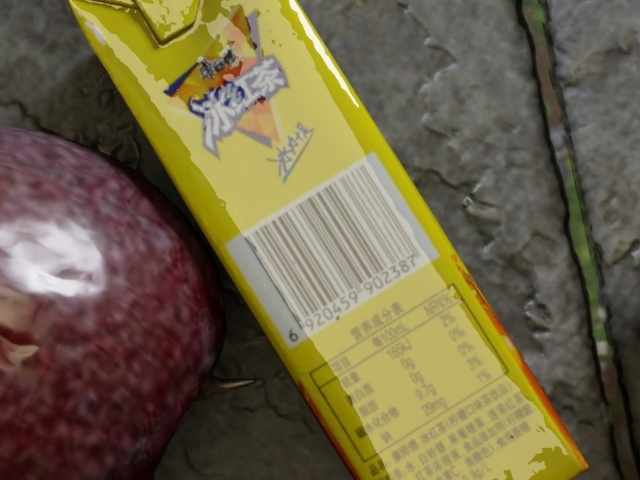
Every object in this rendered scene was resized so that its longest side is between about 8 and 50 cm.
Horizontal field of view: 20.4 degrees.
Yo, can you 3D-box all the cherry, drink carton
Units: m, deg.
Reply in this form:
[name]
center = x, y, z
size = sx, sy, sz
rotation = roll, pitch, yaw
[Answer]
[cherry]
center = -0.181, 0.051, 0.945
size = 0.300, 0.203, 0.230
rotation = 24, 100, -15
[drink carton]
center = 0.000, 0.000, 0.977
size = 0.111, 0.154, 0.351
rotation = -32, 87, -2
